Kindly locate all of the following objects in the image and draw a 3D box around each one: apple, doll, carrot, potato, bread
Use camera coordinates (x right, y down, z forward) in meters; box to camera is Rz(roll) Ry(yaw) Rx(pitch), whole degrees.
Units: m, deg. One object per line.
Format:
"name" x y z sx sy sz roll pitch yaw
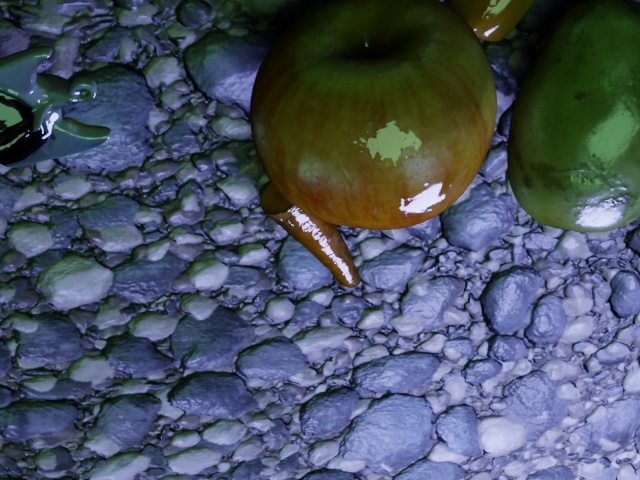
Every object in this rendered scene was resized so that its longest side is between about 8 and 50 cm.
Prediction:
"apple" 0.062 -0.145 1.763 0.286 0.286 0.233 -15 137 -3
"doll" -0.394 -0.125 1.766 0.316 0.103 0.145 -19 112 12
"carrot" 0.000 0.000 2.002 0.061 0.061 0.210 -31 134 11
"potato" 0.337 -0.143 1.873 0.216 0.216 0.304 7 128 -19
"bread" 0.238 -0.332 1.780 0.092 0.074 0.239 25 118 -24
